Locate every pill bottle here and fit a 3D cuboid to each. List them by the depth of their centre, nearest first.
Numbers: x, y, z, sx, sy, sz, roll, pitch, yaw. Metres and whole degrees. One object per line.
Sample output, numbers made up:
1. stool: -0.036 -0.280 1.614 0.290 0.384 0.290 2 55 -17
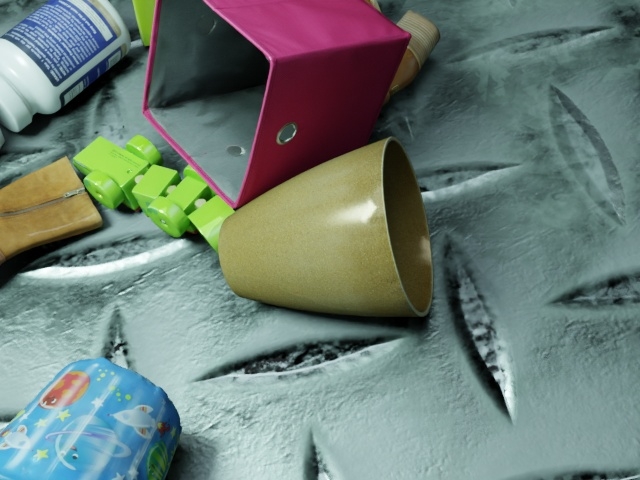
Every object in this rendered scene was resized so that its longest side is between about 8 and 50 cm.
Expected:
1. pill bottle: -0.478 -0.320 1.367 0.153 0.153 0.264 30 63 25

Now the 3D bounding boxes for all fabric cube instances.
1. fabric cube: -0.073 -0.241 1.135 0.258 0.254 0.259 -21 55 -38

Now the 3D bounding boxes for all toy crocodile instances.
1. toy crocodile: -0.254 -0.074 1.205 0.341 0.105 0.115 24 60 27

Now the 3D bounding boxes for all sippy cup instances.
1. sippy cup: -0.279 0.268 0.897 0.240 0.305 0.224 -11 36 36

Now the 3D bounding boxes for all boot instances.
1. boot: -0.519 -0.072 1.199 0.281 0.096 0.264 -30 63 -23
2. boot: 0.038 -0.325 1.343 0.283 0.109 0.220 33 72 23

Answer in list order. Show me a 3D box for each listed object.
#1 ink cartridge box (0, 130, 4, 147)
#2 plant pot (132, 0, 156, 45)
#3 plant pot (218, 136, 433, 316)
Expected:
1. ink cartridge box: -0.674 -0.206 1.280 0.237 0.172 0.100 11 56 2
2. plant pot: -0.264 -0.531 1.451 0.207 0.227 0.228 -13 53 -9
3. plant pot: 0.000 0.000 1.049 0.255 0.237 0.237 -9 53 19
